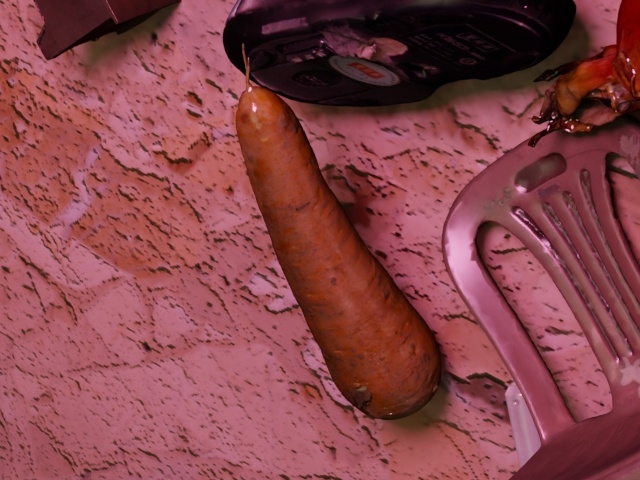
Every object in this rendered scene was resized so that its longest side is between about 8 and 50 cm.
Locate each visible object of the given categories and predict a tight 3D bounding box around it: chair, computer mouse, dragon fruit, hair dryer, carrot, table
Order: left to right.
[{"bbox_3d":[-0.166,-0.184,1.132,0.082,0.070,0.083,-24,95,41],"label":"table"},{"bbox_3d":[0.000,0.000,1.037,0.078,0.078,0.298,-3,129,33],"label":"carrot"},{"bbox_3d":[0.046,-0.148,0.974,0.233,0.137,0.096,-9,74,39],"label":"computer mouse"},{"bbox_3d":[0.142,0.157,1.088,0.082,0.047,0.137,-6,100,35],"label":"hair dryer"},{"bbox_3d":[0.177,0.101,0.955,0.176,0.183,0.326,-32,91,36],"label":"chair"},{"bbox_3d":[0.208,-0.114,0.898,0.246,0.125,0.125,-25,104,45],"label":"dragon fruit"}]
